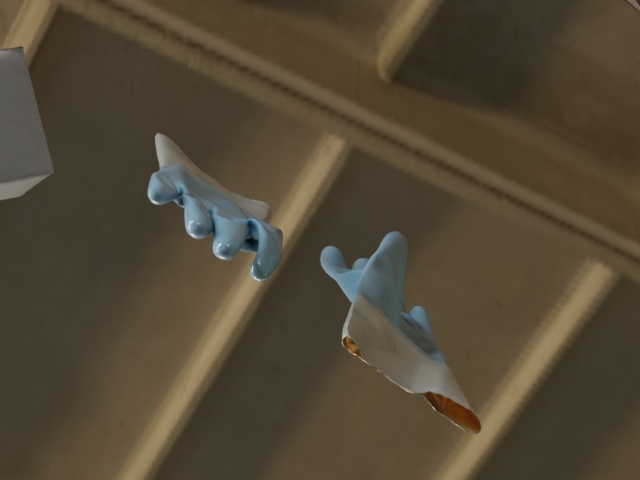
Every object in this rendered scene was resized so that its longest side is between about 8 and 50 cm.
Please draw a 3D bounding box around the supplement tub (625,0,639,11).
[{"bbox_3d":[0.190,-0.200,0.751,0.207,0.338,0.207,-21,-46,-24],"label":"supplement tub"}]

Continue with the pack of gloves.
[{"bbox_3d":[0.000,0.000,0.876,0.195,0.232,0.046,36,-83,-10],"label":"pack of gloves"}]

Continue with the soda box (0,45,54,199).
[{"bbox_3d":[-0.336,-0.057,1.123,0.286,0.091,0.098,-13,-93,-28],"label":"soda box"}]
